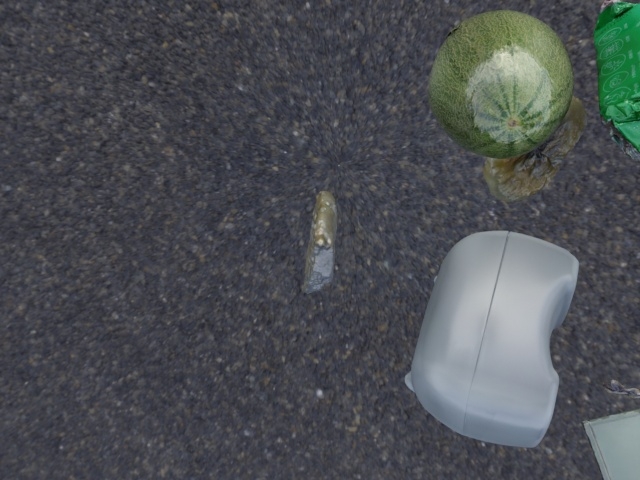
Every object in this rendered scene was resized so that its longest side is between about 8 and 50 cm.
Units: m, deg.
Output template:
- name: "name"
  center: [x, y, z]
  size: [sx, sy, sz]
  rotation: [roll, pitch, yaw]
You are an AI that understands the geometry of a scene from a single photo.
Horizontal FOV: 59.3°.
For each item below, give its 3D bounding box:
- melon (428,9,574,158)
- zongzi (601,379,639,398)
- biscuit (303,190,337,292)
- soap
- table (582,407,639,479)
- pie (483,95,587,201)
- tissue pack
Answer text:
- name: "melon"
  center: [0.180, -0.161, 0.575]
  size: [0.139, 0.192, 0.139]
  rotation: [3, 129, 4]
- name: "zongzi"
  center: [0.766, 0.132, 0.981]
  size: [0.500, 0.467, 0.218]
  rotation: [-35, 94, 33]
- name: "biscuit"
  center: [0.002, 0.000, 0.825]
  size: [0.038, 0.290, 0.141]
  rotation: [5, 79, -2]
- name: "soap"
  center: [0.499, -0.232, 0.862]
  size: [0.218, 0.273, 0.098]
  rotation: [35, 137, -17]
- name: "table"
  center: [0.266, 0.209, 0.317]
  size: [0.111, 0.122, 0.239]
  rotation: [-31, 60, 36]
- name: "pie"
  center: [0.375, -0.167, 1.010]
  size: [0.185, 0.052, 0.218]
  rotation: [3, 127, -31]
- name: "tissue pack"
  center: [0.281, 0.154, 0.948]
  size: [0.236, 0.229, 0.332]
  rotation: [13, 62, 19]
